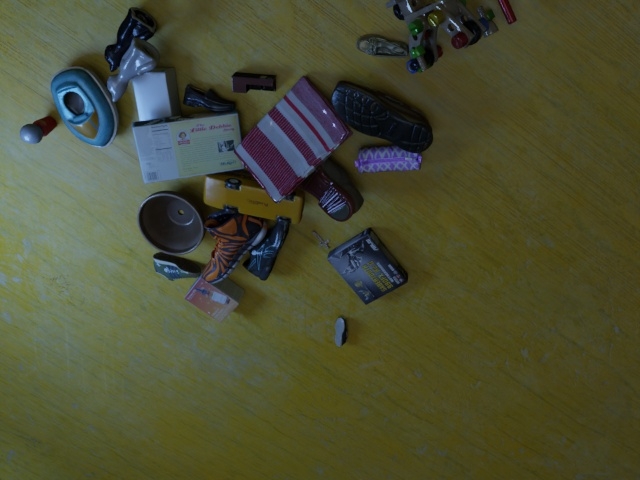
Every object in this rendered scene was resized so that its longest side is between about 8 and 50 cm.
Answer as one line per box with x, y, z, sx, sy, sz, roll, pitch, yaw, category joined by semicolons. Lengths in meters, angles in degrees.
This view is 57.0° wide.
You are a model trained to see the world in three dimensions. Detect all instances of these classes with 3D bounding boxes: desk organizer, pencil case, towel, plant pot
-0.201;-0.476;1.789;0.130;0.047;0.050;6;123;7;desk organizer
0.214;-0.250;1.815;0.205;0.088;0.087;-4;117;14;pencil case
-0.091;-0.302;1.788;0.329;0.037;0.237;-43;78;17;towel
-0.501;-0.076;2.037;0.237;0.110;0.238;4;120;7;plant pot

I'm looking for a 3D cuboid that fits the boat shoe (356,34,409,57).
0.175;-0.547;1.675;0.152;0.048;0.056;14;121;2;boat shoe

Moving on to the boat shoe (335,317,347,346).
0.082;0.340;2.207;0.046;0.038;0.125;28;126;44;boat shoe

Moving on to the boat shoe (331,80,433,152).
0.184;-0.372;1.734;0.323;0.120;0.123;28;132;-11;boat shoe

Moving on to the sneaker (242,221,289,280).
-0.189;0.024;2.042;0.106;0.101;0.267;26;120;-2;sneaker

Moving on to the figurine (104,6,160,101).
-0.571;-0.539;1.742;0.209;0.215;0.092;-35;145;31;figurine

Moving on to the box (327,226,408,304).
0.164;0.091;2.038;0.183;0.056;0.231;-32;109;24;box

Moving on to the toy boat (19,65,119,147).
-0.808;-0.395;1.890;0.318;0.148;0.268;-17;115;19;toy boat

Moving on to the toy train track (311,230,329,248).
0.000;0.000;2.041;0.048;0.014;0.083;-34;108;25;toy train track

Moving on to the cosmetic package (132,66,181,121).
-0.509;-0.424;1.856;0.117;0.085;0.231;4;118;8;cosmetic package

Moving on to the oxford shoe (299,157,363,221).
-0.001;-0.214;1.867;0.348;0.130;0.123;52;130;3;oxford shoe

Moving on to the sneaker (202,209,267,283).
-0.344;0.004;2.017;0.180;0.125;0.321;29;113;-36;sneaker

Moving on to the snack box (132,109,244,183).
-0.409;-0.297;1.851;0.321;0.060;0.187;-10;120;-12;snack box

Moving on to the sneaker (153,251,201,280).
-0.530;0.113;2.177;0.192;0.064;0.086;19;124;10;sneaker

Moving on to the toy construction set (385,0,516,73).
0.321;-0.606;1.538;0.308;0.257;0.237;-27;100;2;toy construction set

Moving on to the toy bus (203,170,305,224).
-0.214;-0.150;1.928;0.332;0.130;0.108;11;120;4;toy bus

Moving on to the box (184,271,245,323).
-0.392;0.200;2.185;0.170;0.091;0.130;36;120;-11;box

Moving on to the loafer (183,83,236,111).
-0.345;-0.440;1.829;0.169;0.062;0.061;10;116;3;loafer
